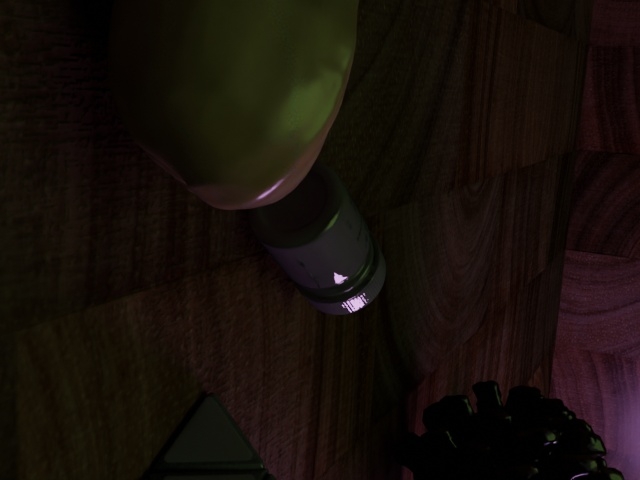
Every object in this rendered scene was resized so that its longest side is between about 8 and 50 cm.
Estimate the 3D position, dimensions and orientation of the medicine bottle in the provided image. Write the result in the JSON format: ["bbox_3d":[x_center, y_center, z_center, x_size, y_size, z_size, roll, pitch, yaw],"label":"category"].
[{"bbox_3d":[0.000,0.000,0.834,0.168,0.105,0.105,56,48,-54],"label":"medicine bottle"}]

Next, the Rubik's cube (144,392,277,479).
[{"bbox_3d":[-0.100,0.317,0.683,0.233,0.229,0.228,-42,103,-2],"label":"Rubik's cube"}]

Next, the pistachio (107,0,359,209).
[{"bbox_3d":[-0.052,-0.165,0.583,0.187,0.188,0.299,36,61,-62],"label":"pistachio"}]

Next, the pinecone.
[{"bbox_3d":[0.290,0.408,1.271,0.398,0.398,0.397,-30,124,-59],"label":"pinecone"}]
